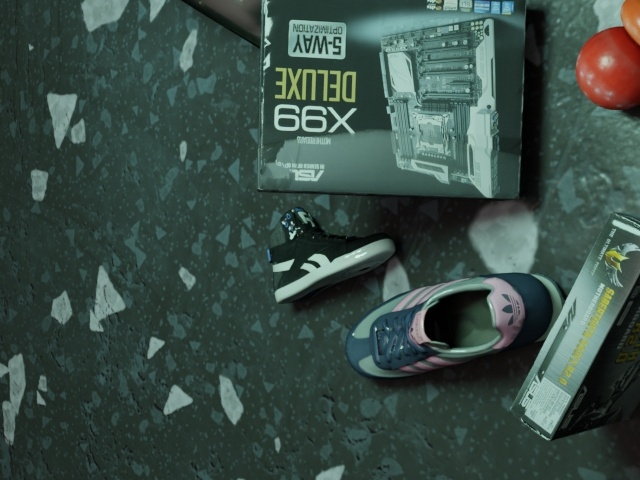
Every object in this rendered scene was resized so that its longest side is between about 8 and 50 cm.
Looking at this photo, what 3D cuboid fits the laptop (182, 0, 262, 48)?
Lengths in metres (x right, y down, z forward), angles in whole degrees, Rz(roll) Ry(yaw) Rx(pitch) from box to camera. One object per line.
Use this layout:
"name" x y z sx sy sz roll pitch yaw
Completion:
"laptop" -0.102 -0.536 1.438 0.408 0.236 0.382 34 110 15

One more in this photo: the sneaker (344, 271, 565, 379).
"sneaker" 0.128 0.103 1.194 0.319 0.131 0.112 -24 74 39

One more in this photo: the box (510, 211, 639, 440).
"box" 0.307 0.086 1.001 0.056 0.183 0.231 37 112 37

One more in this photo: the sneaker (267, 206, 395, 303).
"sneaker" 0.000 0.000 1.345 0.217 0.079 0.121 -27 73 40

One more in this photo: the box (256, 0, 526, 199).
"box" 0.080 -0.172 1.149 0.076 0.307 0.242 -174 87 -84

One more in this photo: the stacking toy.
"stacking toy" 0.385 -0.257 0.981 0.330 0.141 0.141 -51 58 34
